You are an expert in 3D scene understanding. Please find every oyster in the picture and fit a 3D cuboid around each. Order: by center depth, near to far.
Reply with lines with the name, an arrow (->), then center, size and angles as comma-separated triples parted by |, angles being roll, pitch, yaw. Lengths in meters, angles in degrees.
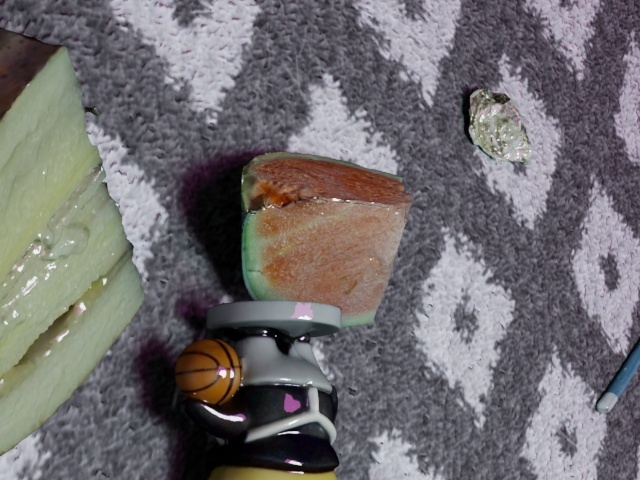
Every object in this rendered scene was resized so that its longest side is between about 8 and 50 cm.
oyster -> 0.205, -0.129, 1.641 | 0.100, 0.037, 0.098 | -15, 95, -51

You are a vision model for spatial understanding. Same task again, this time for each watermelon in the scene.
watermelon -> -0.014, 0.007, 1.314 | 0.231, 0.128, 0.146 | 4, 111, -38

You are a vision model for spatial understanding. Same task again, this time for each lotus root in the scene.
lotus root -> -0.258, 0.034, 0.954 | 0.260, 0.149, 0.267 | -57, 154, -31

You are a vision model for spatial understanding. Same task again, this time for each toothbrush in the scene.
toothbrush -> 0.417, 0.146, 1.877 | 0.275, 0.019, 0.025 | -45, 126, -45

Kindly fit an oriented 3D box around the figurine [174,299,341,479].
figurine -> -0.047, 0.172, 1.205 | 0.176, 0.133, 0.236 | 8, 75, -41
